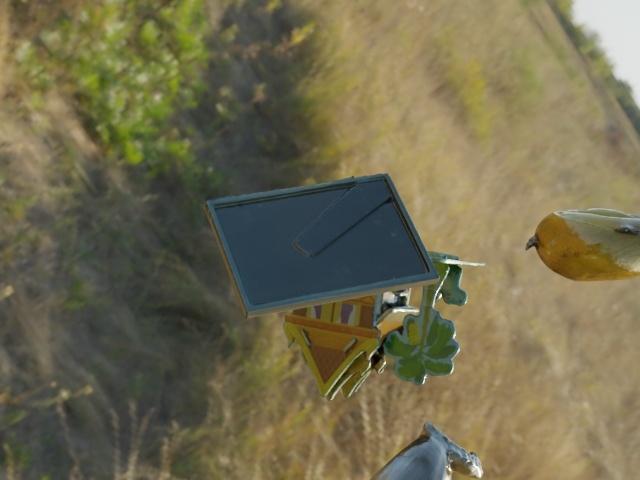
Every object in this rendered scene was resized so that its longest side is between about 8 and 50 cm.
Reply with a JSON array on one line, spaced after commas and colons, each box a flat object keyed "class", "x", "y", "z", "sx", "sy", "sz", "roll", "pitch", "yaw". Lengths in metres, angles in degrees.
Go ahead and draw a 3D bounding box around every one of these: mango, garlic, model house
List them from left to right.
[{"class": "model house", "x": 0.120, "y": 0.157, "z": 2.353, "sx": 0.242, "sy": 0.357, "sz": 0.313, "roll": 0, "pitch": 96, "yaw": -64}, {"class": "garlic", "x": 0.112, "y": 0.417, "z": 1.874, "sx": 0.132, "sy": 0.325, "sz": 0.279, "roll": 36, "pitch": -12, "yaw": 23}, {"class": "mango", "x": 0.286, "y": 0.002, "z": 1.194, "sx": 0.101, "sy": 0.187, "sz": 0.066, "roll": -147, "pitch": -125, "yaw": -66}]

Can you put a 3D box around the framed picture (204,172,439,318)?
[{"class": "framed picture", "x": 0.000, "y": 0.000, "z": 1.910, "sx": 0.024, "sy": 0.314, "sz": 0.232, "roll": 100, "pitch": -26, "yaw": -49}]
